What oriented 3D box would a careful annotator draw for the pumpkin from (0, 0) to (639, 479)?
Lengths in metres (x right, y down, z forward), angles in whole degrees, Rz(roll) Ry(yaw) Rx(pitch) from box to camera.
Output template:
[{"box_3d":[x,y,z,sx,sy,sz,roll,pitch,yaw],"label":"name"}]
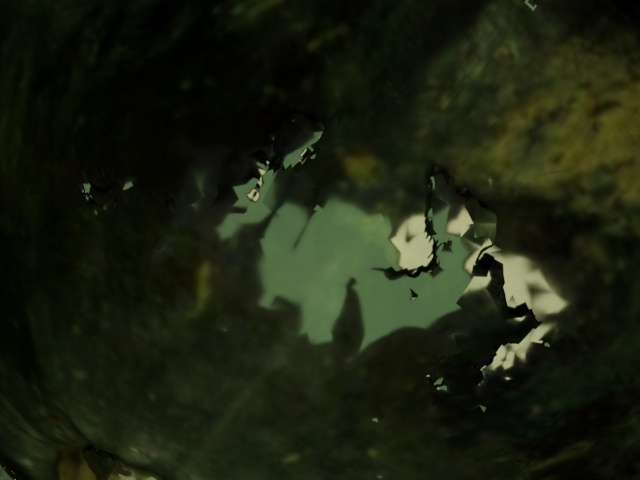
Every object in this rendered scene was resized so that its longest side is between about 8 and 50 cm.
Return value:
[{"box_3d":[0.000,0.000,0.635,0.454,0.344,0.454,16,136,16],"label":"pumpkin"}]
